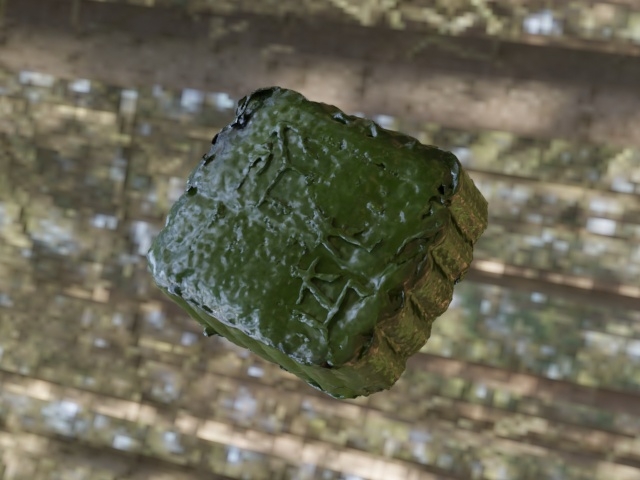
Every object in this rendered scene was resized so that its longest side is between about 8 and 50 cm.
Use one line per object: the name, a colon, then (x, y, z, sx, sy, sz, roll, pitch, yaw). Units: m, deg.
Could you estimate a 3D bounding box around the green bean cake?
green bean cake: (0.000, 0.000, 1.473, 0.200, 0.214, 0.113, -57, -29, -12)
